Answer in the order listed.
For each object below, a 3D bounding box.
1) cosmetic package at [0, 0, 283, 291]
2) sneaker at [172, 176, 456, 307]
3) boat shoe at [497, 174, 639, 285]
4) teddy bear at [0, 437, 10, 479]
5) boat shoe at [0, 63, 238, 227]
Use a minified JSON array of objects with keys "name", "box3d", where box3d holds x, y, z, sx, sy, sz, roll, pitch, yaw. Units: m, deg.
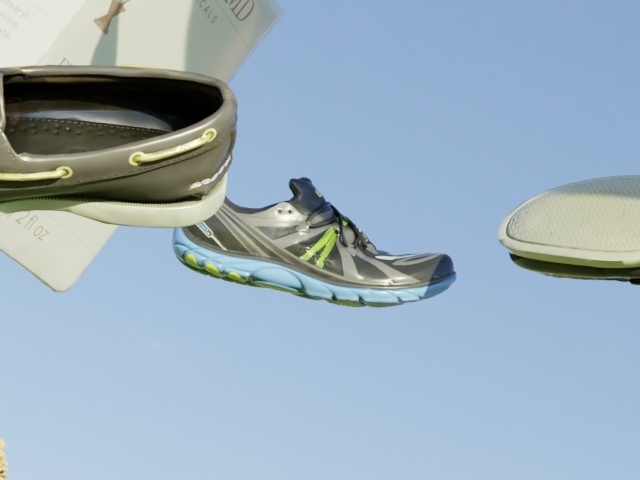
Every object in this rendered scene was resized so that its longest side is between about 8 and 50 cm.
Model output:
[{"name":"cosmetic package","box3d":[-0.314,-0.225,1.823,0.327,0.393,0.329,35,-6,23]},{"name":"sneaker","box3d":[0.000,0.000,1.161,0.188,0.078,0.067,13,-5,-3]},{"name":"boat shoe","box3d":[0.214,0.011,1.041,0.233,0.084,0.079,2,-50,31]},{"name":"teddy bear","box3d":[-0.324,0.200,1.037,0.245,0.338,0.113,52,-30,-1]},{"name":"boat shoe","box3d":[-0.153,-0.053,0.862,0.228,0.081,0.068,0,-44,-16]}]
